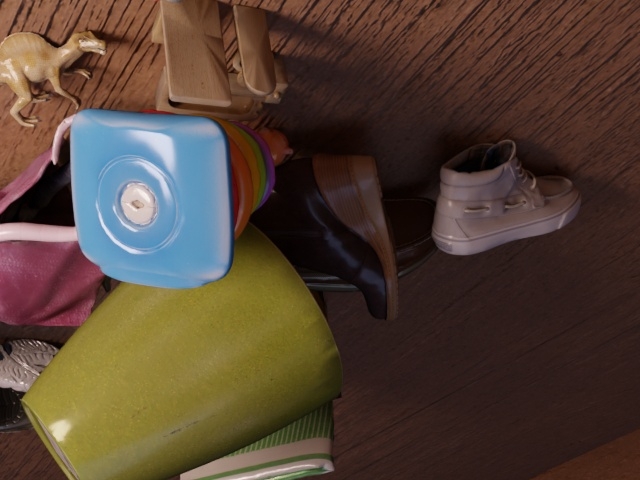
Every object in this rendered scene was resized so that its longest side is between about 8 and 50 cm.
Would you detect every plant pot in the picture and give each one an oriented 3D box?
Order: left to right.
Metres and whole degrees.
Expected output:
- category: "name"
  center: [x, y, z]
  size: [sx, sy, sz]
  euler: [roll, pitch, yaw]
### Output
- category: "plant pot"
  center: [-0.173, 0.151, 1.055]
  size: [0.293, 0.275, 0.275]
  euler: [-34, 161, -25]

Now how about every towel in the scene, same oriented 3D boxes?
- category: "towel"
  center: [-0.098, 0.247, 1.457]
  size: [0.247, 0.325, 0.038]
  euler: [-15, 129, 9]

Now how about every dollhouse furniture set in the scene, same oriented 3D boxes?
- category: "dollhouse furniture set"
  center: [-0.104, -0.142, 0.941]
  size: [0.144, 0.123, 0.151]
  euler: [3, 149, -23]

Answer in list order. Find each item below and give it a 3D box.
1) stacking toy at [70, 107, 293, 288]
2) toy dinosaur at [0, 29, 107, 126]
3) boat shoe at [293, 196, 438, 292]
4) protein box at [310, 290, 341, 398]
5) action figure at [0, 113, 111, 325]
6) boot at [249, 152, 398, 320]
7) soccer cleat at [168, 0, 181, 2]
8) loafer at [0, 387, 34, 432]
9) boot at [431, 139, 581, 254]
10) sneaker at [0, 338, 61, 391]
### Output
- category: "stacking toy"
  center: [-0.112, -0.073, 0.987]
  size: [0.175, 0.166, 0.302]
  euler: [7, -161, 21]
- category: "toy dinosaur"
  center: [-0.297, -0.165, 0.929]
  size: [0.183, 0.053, 0.093]
  euler: [-16, 137, -5]
- category: "boat shoe"
  center: [0.000, 0.000, 1.245]
  size: [0.324, 0.123, 0.120]
  euler: [-13, 148, 3]
- category: "protein box"
  center: [-0.093, 0.144, 1.385]
  size: [0.199, 0.201, 0.136]
  euler: [-15, 152, 8]
- category: "action figure"
  center: [-0.399, 0.036, 0.991]
  size: [0.370, 0.248, 0.275]
  euler: [-14, 172, -29]
- category: "boot"
  center: [-0.013, 0.008, 1.165]
  size: [0.206, 0.090, 0.248]
  euler: [-10, 121, 8]
- category: "soccer cleat"
  center: [-0.146, -0.268, 0.760]
  size: [0.076, 0.068, 0.196]
  euler: [-21, 147, 13]
- category: "loafer"
  center: [-0.527, 0.301, 1.636]
  size: [0.251, 0.094, 0.087]
  euler: [1, 145, -21]
- category: "boot"
  center: [0.256, -0.073, 1.227]
  size: [0.258, 0.095, 0.123]
  euler: [-20, 125, -34]
- category: "sneaker"
  center: [-0.452, 0.237, 1.544]
  size: [0.235, 0.094, 0.153]
  euler: [-2, 143, -37]
